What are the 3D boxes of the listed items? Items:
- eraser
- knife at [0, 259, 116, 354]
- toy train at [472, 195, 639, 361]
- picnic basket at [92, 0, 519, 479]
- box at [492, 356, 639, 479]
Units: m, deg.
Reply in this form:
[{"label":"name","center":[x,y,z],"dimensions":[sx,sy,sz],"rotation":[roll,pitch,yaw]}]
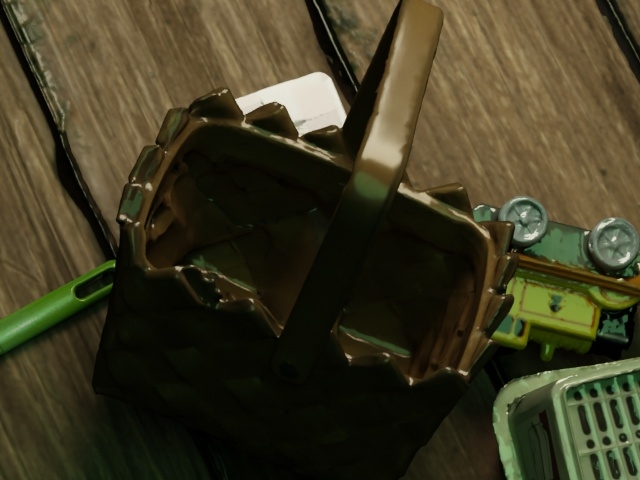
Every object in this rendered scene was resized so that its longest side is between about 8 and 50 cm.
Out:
[{"label":"eraser","center":[-0.032,-0.095,1.622],"dimensions":[0.105,0.026,0.065],"rotation":[-18,75,-17]},{"label":"knife","center":[-0.236,0.078,1.528],"dimensions":[0.212,0.015,0.054],"rotation":[-31,82,-19]},{"label":"toy train","center":[0.183,0.038,1.596],"dimensions":[0.219,0.089,0.127],"rotation":[13,81,-8]},{"label":"picnic basket","center":[0.000,0.000,1.422],"dimensions":[0.291,0.321,0.254],"rotation":[23,39,-3]},{"label":"box","center":[0.263,0.229,1.506],"dimensions":[0.221,0.166,0.290],"rotation":[-9,75,-14]}]
